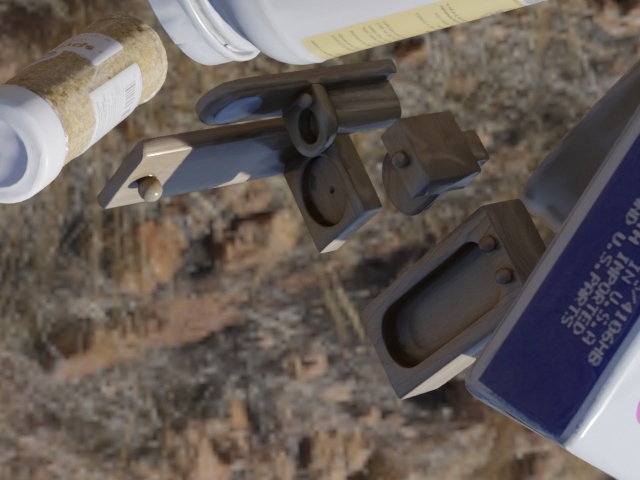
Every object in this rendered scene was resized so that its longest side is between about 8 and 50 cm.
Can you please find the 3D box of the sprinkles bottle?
[{"bbox_3d":[-0.292,-0.159,1.724,0.121,0.121,0.355,-15,-162,22],"label":"sprinkles bottle"}]

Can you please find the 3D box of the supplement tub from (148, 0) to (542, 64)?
[{"bbox_3d":[0.041,-0.268,1.116,0.331,0.241,0.241,-12,156,19],"label":"supplement tub"}]

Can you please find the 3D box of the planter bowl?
[{"bbox_3d":[0.197,-0.038,0.779,0.162,0.109,0.162,-41,170,-9],"label":"planter bowl"}]

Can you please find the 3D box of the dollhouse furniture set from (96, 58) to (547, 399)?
[{"bbox_3d":[0.000,0.000,0.709,0.123,0.151,0.144,-12,160,-37],"label":"dollhouse furniture set"}]

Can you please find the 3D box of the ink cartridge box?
[{"bbox_3d":[0.250,-0.012,0.670,0.071,0.324,0.330,33,-179,44],"label":"ink cartridge box"}]
